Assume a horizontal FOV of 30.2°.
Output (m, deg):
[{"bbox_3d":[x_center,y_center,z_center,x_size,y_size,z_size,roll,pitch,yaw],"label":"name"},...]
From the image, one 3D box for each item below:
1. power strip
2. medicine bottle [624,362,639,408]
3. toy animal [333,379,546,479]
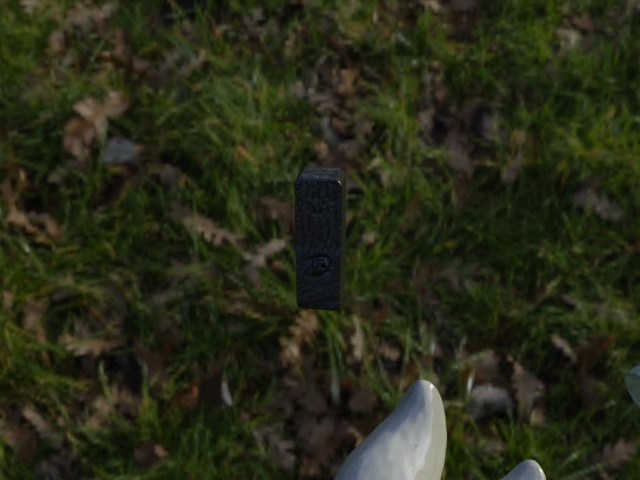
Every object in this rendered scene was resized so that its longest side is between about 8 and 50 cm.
[{"bbox_3d":[0.000,0.000,0.902,0.038,0.111,0.029,3,22,9],"label":"power strip"},{"bbox_3d":[0.308,0.047,0.801,0.218,0.074,0.074,-41,52,-9],"label":"medicine bottle"},{"bbox_3d":[0.009,0.182,0.603,0.221,0.130,0.104,-28,42,-22],"label":"toy animal"}]
